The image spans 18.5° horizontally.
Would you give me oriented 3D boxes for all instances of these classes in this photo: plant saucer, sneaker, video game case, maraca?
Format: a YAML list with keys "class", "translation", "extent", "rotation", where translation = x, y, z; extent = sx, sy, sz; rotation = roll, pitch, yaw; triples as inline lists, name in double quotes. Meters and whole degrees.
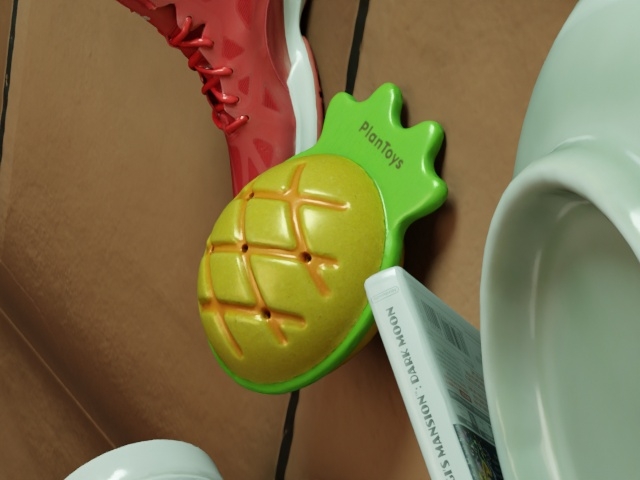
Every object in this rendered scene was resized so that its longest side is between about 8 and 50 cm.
- class: "plant saucer"
  translation: [0.144, 0.064, 0.738]
  extent: [0.400, 0.100, 0.400]
  rotation: [170, 90, -74]
- class: "sneaker"
  translation: [-0.072, -0.110, 1.157]
  extent: [0.087, 0.128, 0.221]
  rotation: [0, 93, 60]
- class: "video game case"
  translation: [0.085, 0.114, 0.888]
  extent: [0.022, 0.190, 0.173]
  rotation: [-26, 65, 13]
- class: "maraca"
  translation: [0.000, 0.000, 1.085]
  extent: [0.185, 0.099, 0.127]
  rotation: [-55, 51, 12]

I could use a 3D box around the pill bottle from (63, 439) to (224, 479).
- class: "pill bottle"
  translation: [-0.055, 0.271, 1.118]
  extent: [0.323, 0.181, 0.181]
  rotation: [57, 139, 40]
